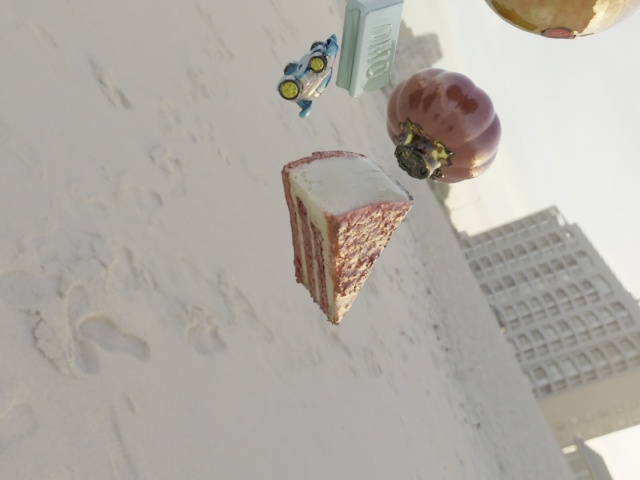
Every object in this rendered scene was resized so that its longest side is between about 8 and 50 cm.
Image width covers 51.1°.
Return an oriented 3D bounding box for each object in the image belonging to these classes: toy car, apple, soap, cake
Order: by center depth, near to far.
[{"bbox_3d":[0.000,0.000,1.042,0.159,0.262,0.158,8,29,-40],"label":"cake"},{"bbox_3d":[0.452,-0.577,1.213,0.346,0.391,0.392,89,-16,-72],"label":"apple"},{"bbox_3d":[-0.011,-0.345,1.401,0.098,0.161,0.126,46,23,-25],"label":"toy car"},{"bbox_3d":[0.104,-0.418,1.428,0.066,0.119,0.198,42,-37,30],"label":"soap"}]

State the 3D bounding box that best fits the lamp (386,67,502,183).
[{"bbox_3d":[0.286,-0.264,1.635,0.305,0.240,0.305,35,-23,18],"label":"lamp"}]
